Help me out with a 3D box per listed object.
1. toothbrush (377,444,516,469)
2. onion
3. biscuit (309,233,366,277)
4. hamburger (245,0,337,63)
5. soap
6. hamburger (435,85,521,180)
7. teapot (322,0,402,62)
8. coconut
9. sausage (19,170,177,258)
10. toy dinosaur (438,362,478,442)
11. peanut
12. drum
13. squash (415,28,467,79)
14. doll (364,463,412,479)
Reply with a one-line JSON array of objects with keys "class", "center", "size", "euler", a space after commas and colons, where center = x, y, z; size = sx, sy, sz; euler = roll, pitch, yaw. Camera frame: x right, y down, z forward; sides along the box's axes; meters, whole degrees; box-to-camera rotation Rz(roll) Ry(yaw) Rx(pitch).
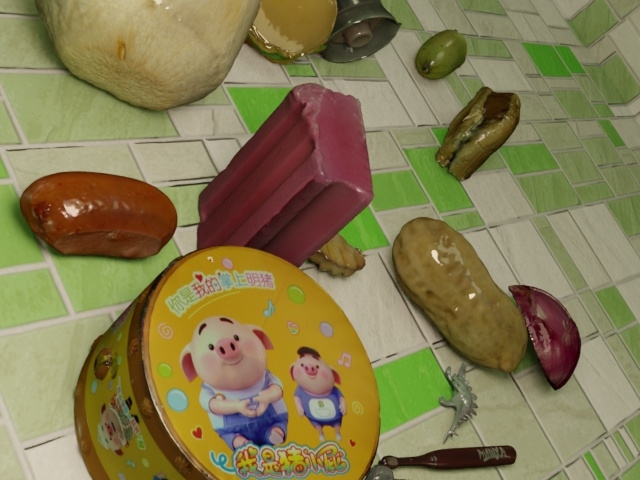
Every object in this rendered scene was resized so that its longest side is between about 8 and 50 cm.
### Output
[{"class": "toothbrush", "center": [0.247, 0.412, 1.620], "size": [0.364, 0.041, 0.041], "euler": [8, 54, -40]}, {"class": "onion", "center": [0.515, 0.196, 1.923], "size": [0.247, 0.111, 0.250], "euler": [44, 28, -60]}, {"class": "biscuit", "center": [0.000, 0.000, 1.702], "size": [0.118, 0.061, 0.183], "euler": [-17, 70, -48]}, {"class": "hamburger", "center": [-0.075, -0.509, 1.943], "size": [0.237, 0.149, 0.237], "euler": [0, 90, -14]}, {"class": "soap", "center": [-0.073, -0.077, 1.452], "size": [0.128, 0.359, 0.233], "euler": [20, 46, -31]}, {"class": "hamburger", "center": [0.425, -0.299, 2.241], "size": [0.132, 0.211, 0.309], "euler": [40, 40, -4]}, {"class": "teapot", "center": [0.021, -0.631, 2.118], "size": [0.300, 0.253, 0.344], "euler": [-16, 73, -14]}, {"class": "coconut", "center": [-0.300, -0.459, 1.562], "size": [0.415, 0.344, 0.415], "euler": [4, 84, -44]}, {"class": "sausage", "center": [-0.342, -0.044, 1.355], "size": [0.258, 0.133, 0.133], "euler": [6, 56, -40]}, {"class": "toy dinosaur", "center": [0.278, 0.326, 1.720], "size": [0.082, 0.039, 0.209], "euler": [42, 40, -12]}, {"class": "peanut", "center": [0.293, 0.119, 1.808], "size": [0.387, 0.169, 0.192], "euler": [53, 9, -4]}, {"class": "drum", "center": [-0.127, 0.233, 1.266], "size": [0.431, 0.214, 0.431], "euler": [26, 43, -28]}, {"class": "squash", "center": [0.325, -0.509, 2.395], "size": [0.123, 0.123, 0.187], "euler": [49, 42, -1]}, {"class": "doll", "center": [0.076, 0.512, 1.315], "size": [0.246, 0.158, 0.340], "euler": [43, 67, -17]}]
